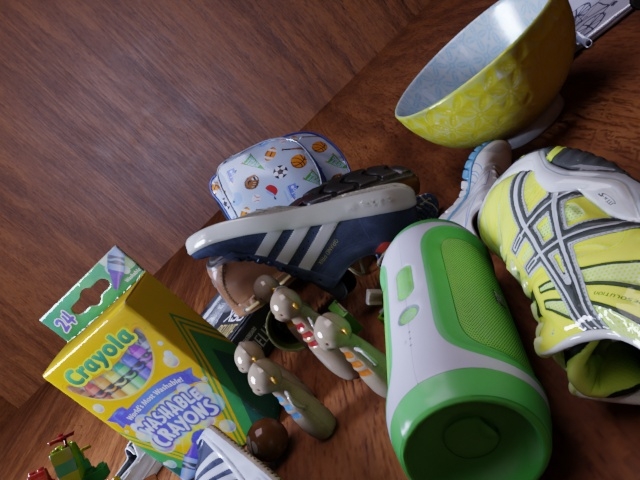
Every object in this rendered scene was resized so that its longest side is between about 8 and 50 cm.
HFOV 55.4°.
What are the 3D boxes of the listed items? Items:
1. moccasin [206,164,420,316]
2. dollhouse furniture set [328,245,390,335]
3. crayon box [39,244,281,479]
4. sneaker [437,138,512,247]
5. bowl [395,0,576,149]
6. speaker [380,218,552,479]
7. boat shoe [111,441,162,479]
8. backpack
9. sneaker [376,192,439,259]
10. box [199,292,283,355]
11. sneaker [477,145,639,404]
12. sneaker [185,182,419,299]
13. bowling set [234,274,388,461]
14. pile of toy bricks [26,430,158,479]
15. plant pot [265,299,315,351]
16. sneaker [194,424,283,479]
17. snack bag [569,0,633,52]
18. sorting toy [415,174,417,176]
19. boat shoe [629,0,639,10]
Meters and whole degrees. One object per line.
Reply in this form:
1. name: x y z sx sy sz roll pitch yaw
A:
1. moccasin: 0.001 0.001 1.018 0.380 0.147 0.139 -33 17 -5
2. dollhouse furniture set: 0.083 0.059 0.823 0.152 0.076 0.058 -47 17 -1
3. crayon box: -0.237 0.186 0.867 0.203 0.323 0.083 -39 17 25
4. sneaker: 0.221 -0.055 0.791 0.083 0.071 0.191 -7 50 56
5. bowl: 0.269 -0.229 0.910 0.289 0.156 0.289 -41 16 15
6. speaker: 0.120 0.088 0.565 0.131 0.131 0.296 -40 17 20
7. boat shoe: -0.313 0.378 1.064 0.066 0.063 0.184 -28 24 47
8. backpack: -0.060 -0.086 1.194 0.263 0.277 0.213 -29 -15 -6
9. sneaker: 0.129 -0.022 0.953 0.135 0.052 0.058 -47 12 -6
10. box: -0.189 0.198 1.168 0.242 0.076 0.307 -53 17 -24
11. sneaker: 0.205 0.029 0.469 0.147 0.145 0.385 -45 14 0
12. sneaker: -0.026 0.020 0.886 0.349 0.148 0.131 -10 8 16
13. bowling set: -0.047 0.164 0.751 0.200 0.154 0.287 -50 16 -13
14. pile of toy bricks: -0.192 0.205 0.492 0.118 0.105 0.212 -23 -4 -20
15. plant pot: -0.048 0.132 0.990 0.083 0.083 0.079 -47 4 -4
16. sneaker: -0.115 0.309 0.673 0.153 0.099 0.282 -50 19 -20
17. snack bag: 0.434 -0.392 1.113 0.342 0.037 0.323 -37 18 28
18. sorting toy: 0.156 -0.102 1.145 0.062 0.012 0.083 -41 13 1
19. boat shoe: 0.503 -0.372 0.862 0.133 0.049 0.042 -28 16 37
